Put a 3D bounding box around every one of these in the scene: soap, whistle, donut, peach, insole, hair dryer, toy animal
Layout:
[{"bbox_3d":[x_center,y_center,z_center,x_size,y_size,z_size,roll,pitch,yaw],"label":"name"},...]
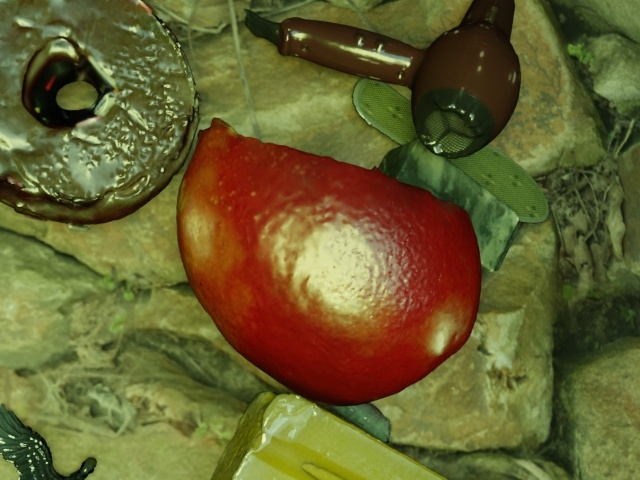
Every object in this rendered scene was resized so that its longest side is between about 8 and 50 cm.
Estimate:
[{"bbox_3d":[0.028,0.316,0.827,0.314,0.091,0.199,31,72,-15],"label":"soap"},{"bbox_3d":[0.015,0.179,0.868,0.176,0.033,0.033,36,71,-14],"label":"whistle"},{"bbox_3d":[-0.257,-0.141,0.761,0.269,0.103,0.270,4,79,-22],"label":"donut"},{"bbox_3d":[0.000,0.000,0.768,0.281,0.281,0.338,-33,87,-22],"label":"peach"},{"bbox_3d":[0.177,-0.113,0.970,0.322,0.007,0.109,31,53,-15],"label":"insole"},{"bbox_3d":[0.080,-0.251,0.914,0.340,0.123,0.313,17,47,2],"label":"hair dryer"},{"bbox_3d":[-0.261,0.257,0.729,0.108,0.062,0.220,-42,93,-21],"label":"toy animal"}]

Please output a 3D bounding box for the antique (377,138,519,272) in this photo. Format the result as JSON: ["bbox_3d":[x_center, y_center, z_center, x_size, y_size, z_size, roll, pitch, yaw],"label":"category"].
[{"bbox_3d":[0.152,-0.033,0.922,0.183,0.088,0.086,34,73,-15],"label":"antique"}]
